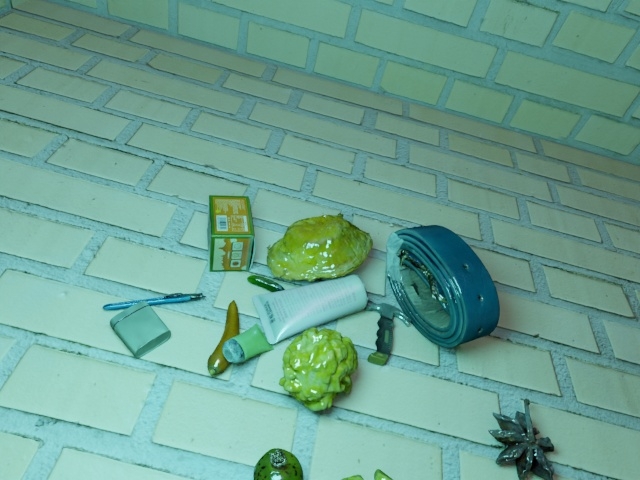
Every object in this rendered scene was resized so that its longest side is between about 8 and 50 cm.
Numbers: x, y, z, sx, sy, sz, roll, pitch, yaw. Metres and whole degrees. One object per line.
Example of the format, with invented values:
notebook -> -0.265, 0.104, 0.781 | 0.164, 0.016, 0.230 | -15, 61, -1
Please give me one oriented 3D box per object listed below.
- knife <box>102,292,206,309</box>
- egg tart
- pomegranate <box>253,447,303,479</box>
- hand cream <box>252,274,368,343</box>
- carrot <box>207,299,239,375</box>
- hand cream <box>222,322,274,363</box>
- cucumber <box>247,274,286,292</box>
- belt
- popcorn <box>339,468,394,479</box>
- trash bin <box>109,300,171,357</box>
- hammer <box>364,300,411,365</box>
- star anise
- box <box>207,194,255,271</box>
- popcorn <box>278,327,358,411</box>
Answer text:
knife -> -0.497, 0.182, 1.411 | 0.296, 0.026, 0.044 | -5, 16, -21
egg tart -> 0.000, 0.000, 1.608 | 0.351, 0.153, 0.340 | 4, 32, 19
pomegranate -> -0.103, 0.553, 1.097 | 0.130, 0.130, 0.130 | 8, 45, -8
hand cream -> -0.022, 0.206, 1.491 | 0.358, 0.118, 0.186 | -14, 53, -18
carrot -> -0.268, 0.282, 1.370 | 0.062, 0.066, 0.271 | 52, 32, -28
hand cream -> -0.209, 0.299, 1.336 | 0.095, 0.046, 0.175 | 52, 24, 14
cucumber -> -0.169, 0.146, 1.545 | 0.154, 0.037, 0.037 | 22, 44, 5
belt -> 0.377, 0.140, 1.524 | 0.172, 0.300, 0.437 | -6, 45, -25
popcorn -> 0.093, 0.645, 0.972 | 0.281, 0.283, 0.247 | -1, 11, -18
trash bin -> -0.510, 0.250, 1.323 | 0.130, 0.059, 0.116 | 41, 51, 22
hammer -> 0.205, 0.298, 1.502 | 0.158, 0.041, 0.227 | 17, 43, 3
star anise -> 0.576, 0.558, 1.319 | 0.208, 0.089, 0.232 | 10, 56, -18
box -> -0.303, -0.023, 1.571 | 0.148, 0.178, 0.195 | -1, 46, -16
popcorn -> 0.001, 0.358, 1.282 | 0.180, 0.217, 0.235 | 13, 43, 37
